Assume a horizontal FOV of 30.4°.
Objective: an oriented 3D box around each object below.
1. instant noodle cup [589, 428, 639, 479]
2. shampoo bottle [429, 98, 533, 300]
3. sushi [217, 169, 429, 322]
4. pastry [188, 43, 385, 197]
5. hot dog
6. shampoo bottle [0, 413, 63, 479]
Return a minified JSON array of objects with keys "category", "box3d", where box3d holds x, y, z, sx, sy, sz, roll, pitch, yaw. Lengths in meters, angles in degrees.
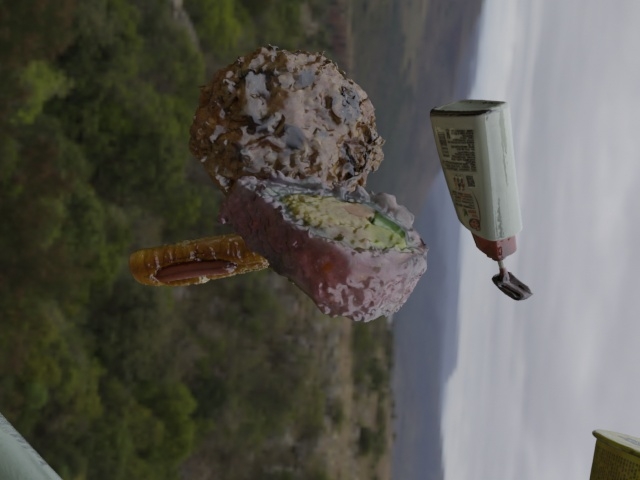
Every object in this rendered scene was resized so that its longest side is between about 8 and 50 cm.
[{"category":"instant noodle cup","box3d":[0.541,0.460,1.814,0.325,0.326,0.254,26,82,-82]},{"category":"shampoo bottle","box3d":[0.237,-0.058,1.654,0.153,0.071,0.284,19,-51,63]},{"category":"sushi","box3d":[0.004,0.011,1.360,0.161,0.241,0.107,-98,-156,-57]},{"category":"pastry","box3d":[-0.049,-0.135,1.613,0.193,0.275,0.274,149,-52,-72]},{"category":"hot dog","box3d":[-0.150,0.030,1.551,0.047,0.216,0.066,-86,163,-45]},{"category":"shampoo bottle","box3d":[-0.380,0.280,1.427,0.085,0.262,0.085,-41,156,-23]}]
